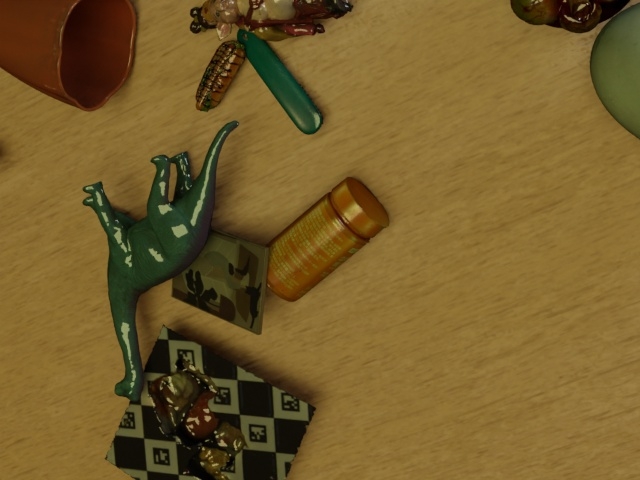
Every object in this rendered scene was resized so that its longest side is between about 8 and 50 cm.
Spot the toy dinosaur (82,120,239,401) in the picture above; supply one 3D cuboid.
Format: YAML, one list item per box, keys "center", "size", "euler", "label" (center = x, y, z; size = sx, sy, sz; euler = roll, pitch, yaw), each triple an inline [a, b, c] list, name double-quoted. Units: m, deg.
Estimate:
- center: [-0.216, 0.044, 1.731]
  size: [0.383, 0.129, 0.331]
  euler: [-22, 90, 27]
  label: "toy dinosaur"

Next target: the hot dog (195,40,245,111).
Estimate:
- center: [-0.152, -0.243, 1.700]
  size: [0.049, 0.037, 0.122]
  euler: [40, 111, 26]
  label: "hot dog"

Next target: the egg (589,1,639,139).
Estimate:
- center: [0.483, -0.205, 1.465]
  size: [0.283, 0.203, 0.203]
  euler: [19, 108, 10]
  label: "egg"

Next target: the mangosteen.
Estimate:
- center: [0.324, -0.343, 1.472]
  size: [0.200, 0.200, 0.200]
  euler: [4, 105, 13]
  label: "mangosteen"

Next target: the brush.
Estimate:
- center: [-0.057, -0.236, 1.689]
  size: [0.043, 0.032, 0.193]
  euler: [-40, 80, 25]
  label: "brush"

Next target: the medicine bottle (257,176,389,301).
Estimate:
- center: [0.000, 0.000, 1.700]
  size: [0.192, 0.096, 0.096]
  euler: [-40, 92, 19]
  label: "medicine bottle"

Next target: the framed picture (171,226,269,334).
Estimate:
- center: [-0.156, 0.050, 1.746]
  size: [0.201, 0.010, 0.136]
  euler: [19, 111, 39]
  label: "framed picture"

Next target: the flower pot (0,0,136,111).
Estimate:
- center: [-0.392, -0.297, 1.682]
  size: [0.173, 0.190, 0.190]
  euler: [15, 108, 21]
  label: "flower pot"

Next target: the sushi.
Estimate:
- center: [-0.168, 0.308, 1.842]
  size: [0.292, 0.059, 0.294]
  euler: [29, 111, 10]
  label: "sushi"

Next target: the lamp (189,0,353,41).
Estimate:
- center: [-0.082, -0.338, 1.622]
  size: [0.253, 0.118, 0.118]
  euler: [-6, 103, 14]
  label: "lamp"
